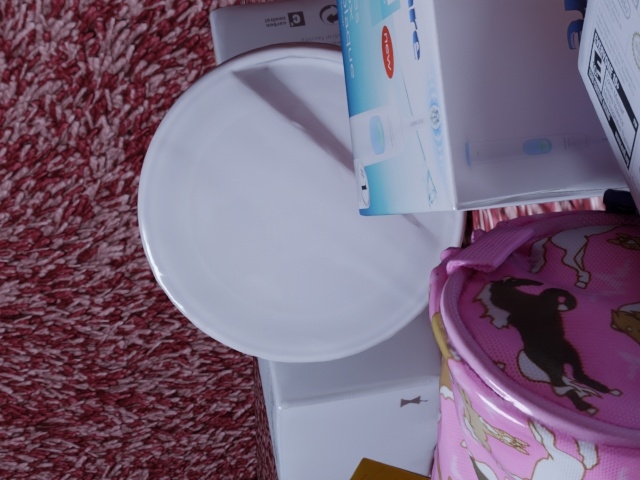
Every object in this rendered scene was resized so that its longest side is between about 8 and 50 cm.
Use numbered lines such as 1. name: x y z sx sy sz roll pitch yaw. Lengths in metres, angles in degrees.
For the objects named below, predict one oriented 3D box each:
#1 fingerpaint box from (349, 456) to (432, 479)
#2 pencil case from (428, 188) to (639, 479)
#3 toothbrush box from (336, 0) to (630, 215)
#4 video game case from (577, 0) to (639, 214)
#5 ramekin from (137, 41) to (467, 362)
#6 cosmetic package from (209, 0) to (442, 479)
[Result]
1. fingerpaint box: 0.027 0.453 1.169 0.371 0.163 0.445 -54 -27 -48
2. pencil case: 0.124 0.152 0.849 0.386 0.160 0.167 91 178 -47
3. toothbrush box: 0.094 -0.126 0.957 0.295 0.126 0.216 -172 76 -81
4. video game case: 0.179 -0.072 0.612 0.244 0.061 0.269 90 170 -49
5. ramekin: -0.012 -0.042 1.350 0.127 0.272 0.273 -76 -18 -74
6. cosmetic package: 0.000 0.000 1.594 0.230 0.161 0.453 91 170 -59
